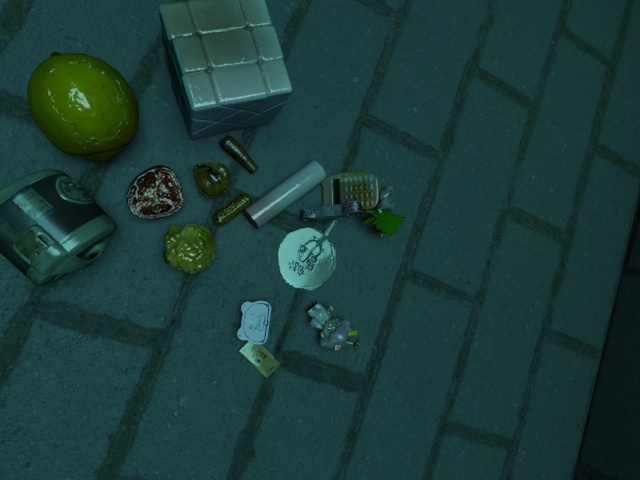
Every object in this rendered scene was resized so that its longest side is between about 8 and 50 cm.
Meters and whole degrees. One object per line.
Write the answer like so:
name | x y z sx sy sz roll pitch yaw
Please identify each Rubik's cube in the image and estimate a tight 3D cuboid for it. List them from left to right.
Rubik's cube | -0.312 -0.547 1.314 0.319 0.322 0.315 -18 92 -19

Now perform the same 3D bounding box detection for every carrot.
carrot | -0.290 -0.307 1.455 0.161 0.055 0.055 45 75 -15

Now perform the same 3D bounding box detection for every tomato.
tomato | -0.550 -0.152 1.338 0.174 0.082 0.166 -23 99 -23

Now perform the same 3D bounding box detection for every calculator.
calculator | 0.114 -0.182 1.543 0.237 0.033 0.157 -2 88 18

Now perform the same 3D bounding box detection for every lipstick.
lipstick | -0.127 -0.170 1.486 0.327 0.087 0.087 -38 100 -17

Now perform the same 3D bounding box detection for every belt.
belt | 0.043 -0.105 1.515 0.232 0.071 0.053 -7 81 14

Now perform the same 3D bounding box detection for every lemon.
lemon | -0.690 -0.391 1.195 0.297 0.297 0.296 1 87 -20

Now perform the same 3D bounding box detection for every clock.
clock | -0.236 0.288 1.436 0.110 0.050 0.152 11 74 -16

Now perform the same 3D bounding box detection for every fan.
fan | 0.000 0.000 1.564 0.233 0.012 0.414 40 76 -14

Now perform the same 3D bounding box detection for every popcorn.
popcorn | -0.432 0.023 1.340 0.180 0.170 0.179 2 88 -59

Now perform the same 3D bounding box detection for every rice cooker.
rice cooker | -0.760 -0.031 1.154 0.288 0.288 0.277 -44 100 -16

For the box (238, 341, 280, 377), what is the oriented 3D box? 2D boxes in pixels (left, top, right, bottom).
box | -0.220 0.420 1.464 0.073 0.020 0.149 -44 102 -17

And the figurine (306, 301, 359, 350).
figurine | 0.038 0.331 1.517 0.137 0.112 0.229 -41 88 -25

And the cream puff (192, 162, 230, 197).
cream puff | -0.371 -0.214 1.391 0.133 0.119 0.104 29 42 19

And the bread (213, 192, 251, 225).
bread | -0.312 -0.111 1.441 0.157 0.044 0.052 -40 95 -17

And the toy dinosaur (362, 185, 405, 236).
toy dinosaur | 0.230 -0.117 1.593 0.152 0.177 0.194 20 110 -22
